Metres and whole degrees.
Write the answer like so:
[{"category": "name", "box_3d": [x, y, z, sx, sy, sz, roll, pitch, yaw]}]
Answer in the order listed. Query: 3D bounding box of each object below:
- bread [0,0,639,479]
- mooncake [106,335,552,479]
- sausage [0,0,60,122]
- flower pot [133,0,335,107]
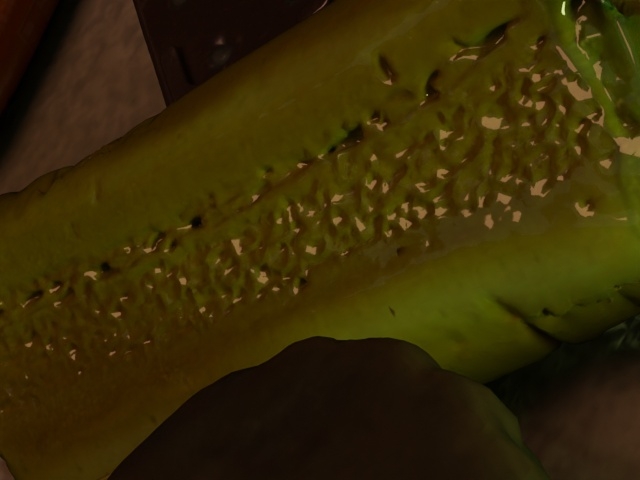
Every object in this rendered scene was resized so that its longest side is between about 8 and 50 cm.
[{"category": "bread", "box_3d": [0.000, 0.000, 0.687, 0.383, 0.112, 0.166, -27, 81, 31]}, {"category": "mooncake", "box_3d": [0.003, 0.155, 0.565, 0.228, 0.124, 0.228, -27, 38, 23]}, {"category": "sausage", "box_3d": [-0.206, -0.155, 0.999, 0.093, 0.093, 0.312, 7, 69, 44]}, {"category": "flower pot", "box_3d": [-0.025, -0.127, 0.821, 0.179, 0.084, 0.251, -37, 44, 17]}]
